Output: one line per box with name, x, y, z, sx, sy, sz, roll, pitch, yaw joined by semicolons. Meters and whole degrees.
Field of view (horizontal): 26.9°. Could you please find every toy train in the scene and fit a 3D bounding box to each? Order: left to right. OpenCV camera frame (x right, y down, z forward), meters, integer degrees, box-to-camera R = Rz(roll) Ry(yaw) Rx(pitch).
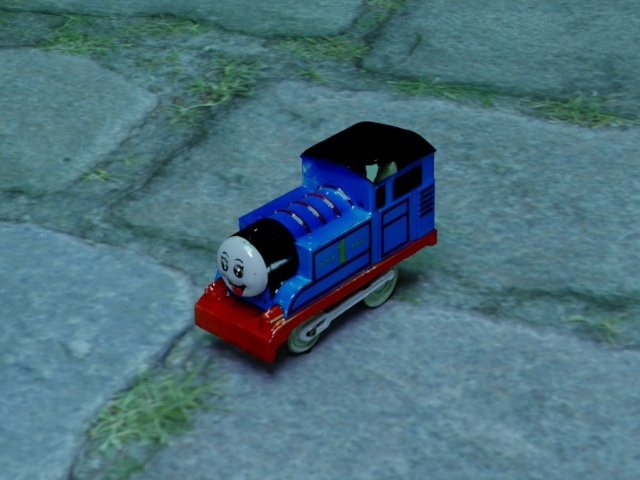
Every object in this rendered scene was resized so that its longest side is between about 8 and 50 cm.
toy train;0.000;0.000;1.030;0.083;0.131;0.204;24;39;35
